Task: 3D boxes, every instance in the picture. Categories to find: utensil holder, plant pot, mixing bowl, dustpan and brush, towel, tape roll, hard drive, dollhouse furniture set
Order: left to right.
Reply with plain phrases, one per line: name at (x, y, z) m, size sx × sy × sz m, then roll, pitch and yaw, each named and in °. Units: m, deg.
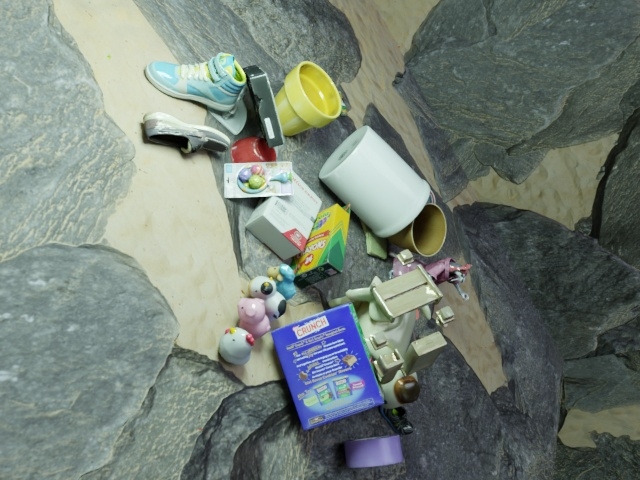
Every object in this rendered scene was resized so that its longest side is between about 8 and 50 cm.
dustpan and brush at (-0.320, -0.516, 1.669) m, size 0.147 × 0.060 × 0.211 m, roll 41°, pitch 43°, yaw -27°
mixing bowl at (-0.229, -0.311, 1.634) m, size 0.181 × 0.098 × 0.182 m, roll 25°, pitch 54°, yaw -39°
hard drive at (-0.205, -0.485, 1.578) m, size 0.339 × 0.064 × 0.237 m, roll -119°, pitch -166°, yaw -62°
plant pot at (-0.083, -0.557, 1.824) m, size 0.254 × 0.238 × 0.254 m, roll 26°, pitch 52°, yaw -39°
utensil holder at (0.229, -0.255, 1.942) m, size 0.385 × 0.327 × 0.328 m, roll 40°, pitch 44°, yaw -17°
tape roll at (0.175, 0.698, 1.475) m, size 0.188 × 0.189 × 0.080 m, roll 16°, pitch 57°, yaw -44°
towel at (0.260, 0.024, 2.062) m, size 0.148 × 0.027 × 0.110 m, roll 18°, pitch 67°, yaw -44°
dollhouse furniture set at (0.241, 0.251, 1.475) m, size 0.303 × 0.174 × 0.356 m, roll -18°, pitch 56°, yaw -18°
plant pot at (0.407, -0.056, 2.062) m, size 0.237 × 0.254 × 0.237 m, roll -4°, pitch 97°, yaw -37°

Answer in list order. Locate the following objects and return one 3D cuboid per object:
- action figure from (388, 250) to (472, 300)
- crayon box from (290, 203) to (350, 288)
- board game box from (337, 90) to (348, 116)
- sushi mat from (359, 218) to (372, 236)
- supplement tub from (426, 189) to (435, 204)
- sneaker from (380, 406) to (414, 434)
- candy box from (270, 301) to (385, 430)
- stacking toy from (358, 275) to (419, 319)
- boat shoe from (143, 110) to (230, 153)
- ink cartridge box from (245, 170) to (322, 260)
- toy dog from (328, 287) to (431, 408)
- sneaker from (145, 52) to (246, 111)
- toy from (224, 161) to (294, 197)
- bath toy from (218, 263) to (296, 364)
action figure at (0.520, 0.149, 2.029) m, size 0.248 × 0.370 × 0.276 m, roll 17°, pitch 59°, yaw -42°
crayon box at (0.000, 0.000, 1.647) m, size 0.081 × 0.202 × 0.319 m, roll 37°, pitch 44°, yaw -31°
board game box at (0.033, -0.704, 2.211) m, size 0.259 × 0.030 × 0.136 m, roll -3°, pitch 75°, yaw -50°
sushi mat at (0.212, -0.165, 2.131) m, size 0.151 × 0.019 × 0.317 m, roll -11°, pitch 79°, yaw -52°
supplement tub at (0.457, -0.190, 2.289) m, size 0.272 × 0.191 × 0.191 m, roll -13°, pitch 80°, yaw -52°
sneaker at (0.308, 0.691, 1.724) m, size 0.188 × 0.078 × 0.067 m, roll 49°, pitch 41°, yaw -20°
candy box at (0.025, 0.388, 1.404) m, size 0.122 × 0.268 × 0.318 m, roll 33°, pitch 38°, yaw -82°
stacking toy at (0.256, 0.320, 1.887) m, size 0.279 × 0.130 × 0.309 m, roll 41°, pitch 33°, yaw 12°
boat shoe at (-0.422, -0.322, 1.418) m, size 0.285 × 0.102 × 0.093 m, roll 13°, pitch 66°, yaw -41°
ink cartridge box at (-0.126, -0.098, 1.622) m, size 0.197 × 0.114 × 0.273 m, roll 44°, pitch 44°, yaw -23°
toy dog at (0.221, 0.391, 1.605) m, size 0.395 × 0.284 × 0.409 m, roll 1°, pitch 74°, yaw -27°
sneaker at (-0.394, -0.561, 1.469) m, size 0.318 × 0.208 × 0.127 m, roll 8°, pitch 65°, yaw -35°
toy at (-0.212, -0.222, 1.529) m, size 0.237 × 0.056 × 0.137 m, roll -2°, pitch 66°, yaw -9°
bath toy at (-0.190, 0.218, 1.361) m, size 0.151 × 0.129 × 0.348 m, roll 43°, pitch 42°, yaw -8°
